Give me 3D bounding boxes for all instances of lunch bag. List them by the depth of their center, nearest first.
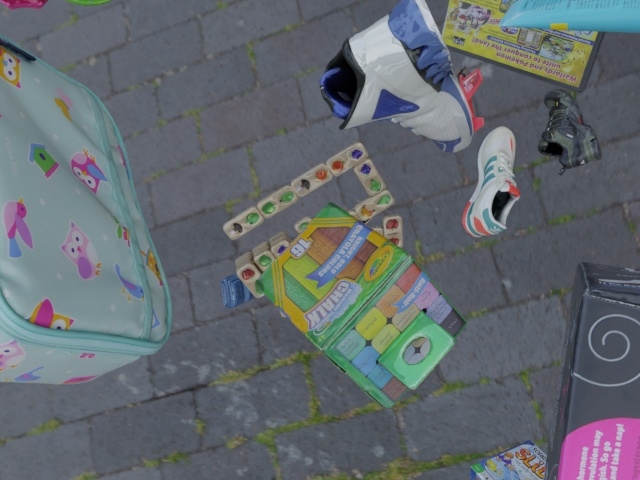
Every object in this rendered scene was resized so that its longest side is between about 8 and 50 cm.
[{"bbox_3d":[-0.230,-0.028,0.605,0.108,0.224,0.279,-26,69,18],"label":"lunch bag"}]

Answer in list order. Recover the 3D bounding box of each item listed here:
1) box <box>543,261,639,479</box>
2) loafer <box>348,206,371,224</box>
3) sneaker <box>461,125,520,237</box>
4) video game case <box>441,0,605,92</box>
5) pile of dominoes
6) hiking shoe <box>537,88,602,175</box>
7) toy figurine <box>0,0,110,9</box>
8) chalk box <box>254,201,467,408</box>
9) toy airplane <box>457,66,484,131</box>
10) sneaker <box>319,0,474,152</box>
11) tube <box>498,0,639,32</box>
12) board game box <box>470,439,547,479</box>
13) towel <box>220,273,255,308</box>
[{"bbox_3d":[0.193,0.145,0.367,0.163,0.142,0.247,7,97,16],"label":"box"},{"bbox_3d":[0.052,-0.023,1.484,0.039,0.045,0.125,19,52,44],"label":"loafer"},{"bbox_3d":[0.246,-0.080,1.014,0.075,0.057,0.161,-1,67,62],"label":"sneaker"},{"bbox_3d":[0.355,-0.411,1.278,0.275,0.248,0.035,25,39,21],"label":"video game case"},{"bbox_3d":[0.000,0.000,1.096,0.251,0.196,0.040,-32,30,7],"label":"pile of dominoes"},{"bbox_3d":[0.520,-0.243,1.641,0.114,0.086,0.226,-25,45,12],"label":"hiking shoe"},{"bbox_3d":[-0.287,-0.293,0.726,0.159,0.173,0.130,-4,29,43],"label":"toy figurine"},{"bbox_3d":[0.051,0.076,0.799,0.132,0.132,0.213,-47,36,-6],"label":"chalk box"},{"bbox_3d":[0.282,-0.263,1.440,0.028,0.151,0.151,1,70,-19],"label":"toy airplane"},{"bbox_3d":[0.101,-0.219,1.075,0.182,0.315,0.127,-22,65,13],"label":"sneaker"},{"bbox_3d":[0.287,-0.231,0.736,0.207,0.052,0.080,11,48,28],"label":"tube"},{"bbox_3d":[0.374,0.443,1.304,0.136,0.035,0.201,-17,30,-20],"label":"board game box"},{"bbox_3d":[-0.162,0.098,1.582,0.029,0.119,0.067,0,103,33],"label":"towel"}]
